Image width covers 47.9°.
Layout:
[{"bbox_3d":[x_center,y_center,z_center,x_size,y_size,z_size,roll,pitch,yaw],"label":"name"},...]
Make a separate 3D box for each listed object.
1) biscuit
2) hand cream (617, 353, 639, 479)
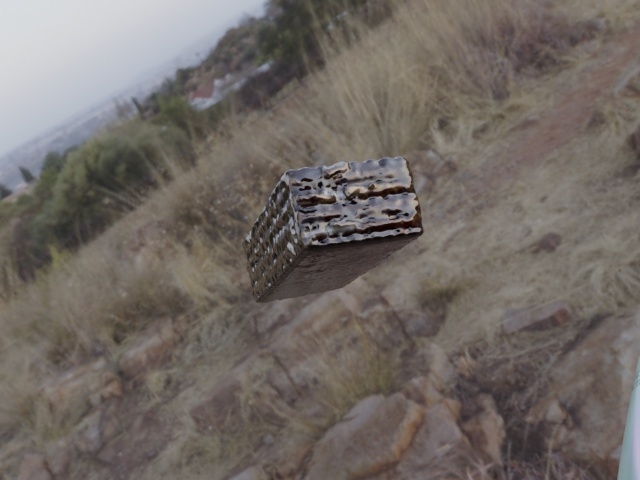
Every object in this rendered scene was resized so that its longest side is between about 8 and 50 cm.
[{"bbox_3d":[0.000,0.000,0.659,0.106,0.070,0.252,-8,-13,-16],"label":"biscuit"},{"bbox_3d":[0.276,0.155,0.593,0.205,0.050,0.078,-59,-9,-33],"label":"hand cream"}]
